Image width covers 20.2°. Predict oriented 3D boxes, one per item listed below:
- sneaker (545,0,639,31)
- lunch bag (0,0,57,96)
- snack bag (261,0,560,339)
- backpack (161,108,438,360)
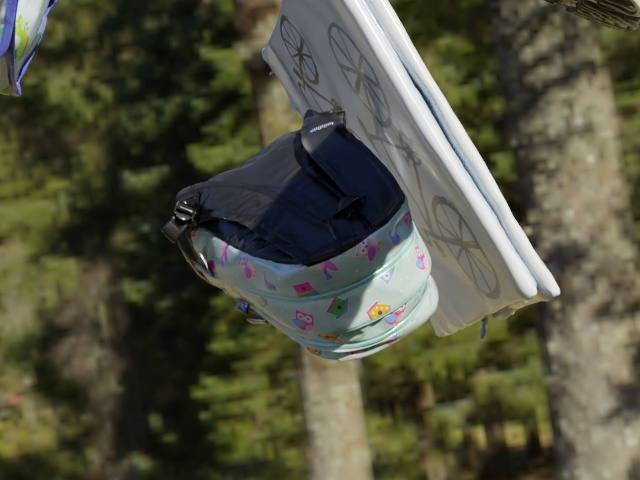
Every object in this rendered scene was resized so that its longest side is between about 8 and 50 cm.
[{"bbox_3d":[0.121,-0.182,0.872,0.107,0.118,0.279,23,19,-4],"label":"sneaker"},{"bbox_3d":[-0.222,-0.154,1.025,0.129,0.096,0.151,18,-19,-2],"label":"lunch bag"},{"bbox_3d":[0.061,-0.067,1.448,0.037,0.323,0.342,-31,-4,-11],"label":"snack bag"},{"bbox_3d":[0.000,0.000,1.210,0.152,0.115,0.182,-38,32,-14],"label":"backpack"}]
